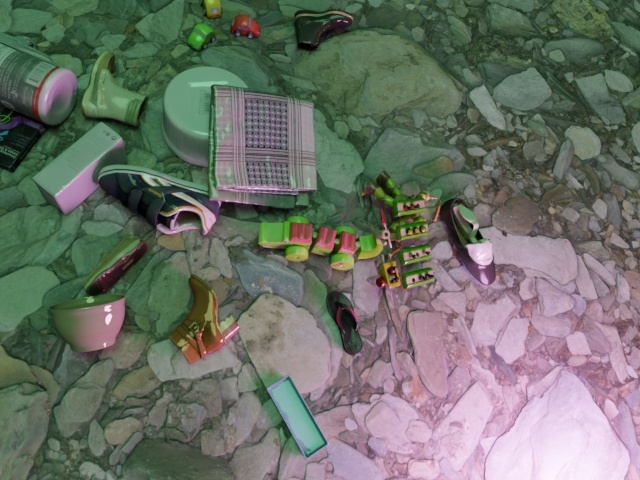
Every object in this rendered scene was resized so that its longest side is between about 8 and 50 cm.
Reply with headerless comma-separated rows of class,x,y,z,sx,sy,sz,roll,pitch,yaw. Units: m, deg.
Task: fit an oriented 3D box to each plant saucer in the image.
plant saucer,-0.058,0.430,1.266,0.067,0.018,0.192,-27,76,-21

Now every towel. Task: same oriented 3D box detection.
towel,-0.152,-0.251,1.416,0.312,0.056,0.324,1,88,-32

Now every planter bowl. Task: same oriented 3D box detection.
planter bowl,-0.532,0.194,1.200,0.162,0.162,0.109,-7,95,-15

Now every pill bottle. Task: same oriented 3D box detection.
pill bottle,-0.826,-0.436,1.389,0.283,0.161,0.161,22,65,-2

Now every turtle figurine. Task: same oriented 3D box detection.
turtle figurine,0.227,-0.095,1.511,0.217,0.087,0.269,42,66,7

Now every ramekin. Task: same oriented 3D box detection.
ramekin,-0.318,-0.362,1.481,0.278,0.135,0.277,4,66,-10

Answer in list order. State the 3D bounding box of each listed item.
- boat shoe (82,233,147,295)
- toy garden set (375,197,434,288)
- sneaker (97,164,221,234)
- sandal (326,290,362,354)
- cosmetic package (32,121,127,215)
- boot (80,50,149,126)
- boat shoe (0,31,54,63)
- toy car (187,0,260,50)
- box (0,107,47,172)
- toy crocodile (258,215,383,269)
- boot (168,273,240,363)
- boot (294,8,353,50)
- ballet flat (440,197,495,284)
boat shoe,-0.529,0.057,1.304,0.072,0.068,0.190,31,54,15
toy garden set,0.231,0.012,1.405,0.204,0.049,0.244,-10,93,-35
sneaker,-0.428,-0.102,1.352,0.321,0.126,0.127,12,60,-9
sandal,0.070,0.213,1.372,0.067,0.040,0.179,-15,71,-17
cosmetic package,-0.622,-0.188,1.354,0.086,0.117,0.231,37,64,6
boot,-0.576,-0.435,1.490,0.165,0.077,0.213,11,71,-7
boat shoe,-0.863,-0.551,1.475,0.228,0.079,0.081,18,69,-1
toy car,-0.340,-0.696,1.663,0.239,0.053,0.225,35,65,4
box,-0.837,-0.272,1.390,0.116,0.029,0.162,22,66,-2
toy crocodile,0.000,0.000,1.412,0.341,0.105,0.115,10,66,-7
boot,-0.314,0.192,1.284,0.152,0.073,0.197,-35,76,-19
boot,0.012,-0.696,1.737,0.198,0.077,0.136,-2,72,1
ballet flat,0.439,-0.003,1.513,0.095,0.096,0.280,-21,73,-20
